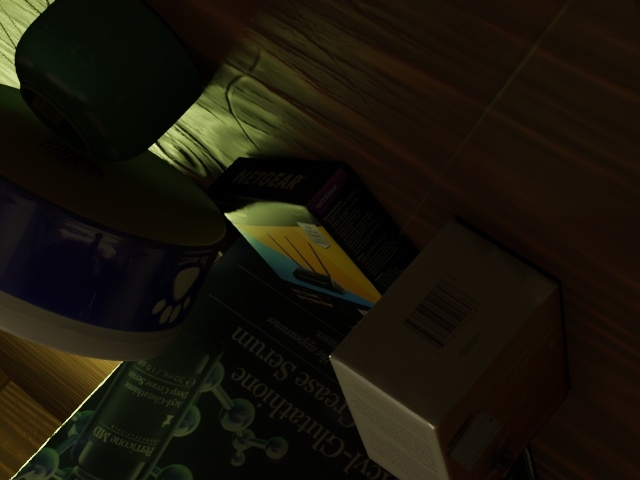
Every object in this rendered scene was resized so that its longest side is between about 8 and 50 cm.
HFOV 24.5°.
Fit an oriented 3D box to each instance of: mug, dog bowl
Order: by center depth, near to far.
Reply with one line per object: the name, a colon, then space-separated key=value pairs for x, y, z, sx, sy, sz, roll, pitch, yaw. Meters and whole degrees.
mug: x=-0.165 y=-0.115 z=1.134 sx=0.129 sy=0.097 sz=0.157 roll=30 pitch=158 yaw=37
dog bowl: x=-0.211 y=-0.021 z=1.151 sx=0.265 sy=0.104 sz=0.265 roll=27 pitch=-165 yaw=-8

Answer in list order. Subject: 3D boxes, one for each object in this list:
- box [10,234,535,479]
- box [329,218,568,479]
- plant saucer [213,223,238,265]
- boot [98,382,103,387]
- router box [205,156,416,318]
box: x=-0.058 y=0.239 z=1.247 sx=0.293 sy=0.395 sz=0.212 roll=32 pitch=160 yaw=31
box: x=0.093 y=0.092 z=1.005 sx=0.091 sy=0.130 sz=0.170 roll=33 pitch=161 yaw=27
plant saucer: x=-0.112 y=-0.001 z=1.404 sx=0.168 sy=0.029 sz=0.168 roll=41 pitch=164 yaw=15
boot: x=-0.208 y=0.262 z=2.116 sx=0.367 sy=0.146 sz=0.445 roll=53 pitch=165 yaw=-26
router box: x=0.000 y=0.000 z=1.133 sx=0.133 sy=0.046 sz=0.179 roll=50 pitch=162 yaw=-22
